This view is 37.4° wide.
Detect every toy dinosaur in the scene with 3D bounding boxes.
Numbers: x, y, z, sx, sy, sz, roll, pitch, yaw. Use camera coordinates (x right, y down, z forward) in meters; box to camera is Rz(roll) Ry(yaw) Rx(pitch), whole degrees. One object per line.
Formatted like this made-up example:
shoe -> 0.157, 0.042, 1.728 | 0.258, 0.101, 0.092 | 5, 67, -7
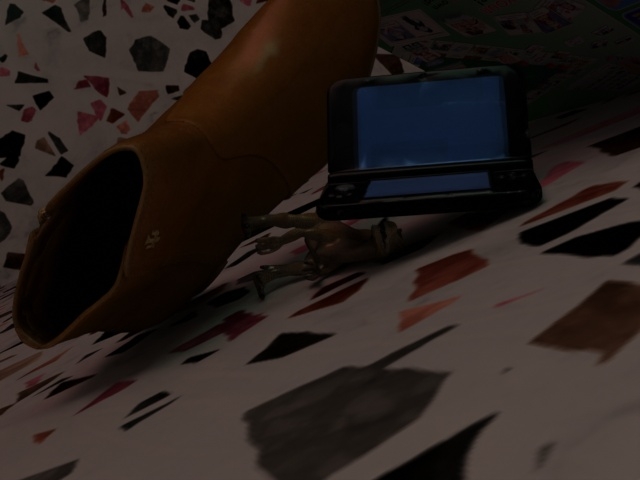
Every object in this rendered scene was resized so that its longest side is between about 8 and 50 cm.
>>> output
toy dinosaur -> 0.000, 0.000, 0.597 | 0.092, 0.053, 0.183 | -11, 14, -11

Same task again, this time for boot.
boot -> -0.068, -0.060, 0.598 | 0.295, 0.104, 0.211 | -58, -9, 10

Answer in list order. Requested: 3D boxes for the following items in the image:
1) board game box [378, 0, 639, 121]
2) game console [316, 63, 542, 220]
board game box -> 0.169, -0.169, 0.642 | 0.317, 0.213, 0.046 | -10, 62, 60
game console -> 0.060, -0.059, 0.542 | 0.122, 0.071, 0.107 | -4, 13, 9
